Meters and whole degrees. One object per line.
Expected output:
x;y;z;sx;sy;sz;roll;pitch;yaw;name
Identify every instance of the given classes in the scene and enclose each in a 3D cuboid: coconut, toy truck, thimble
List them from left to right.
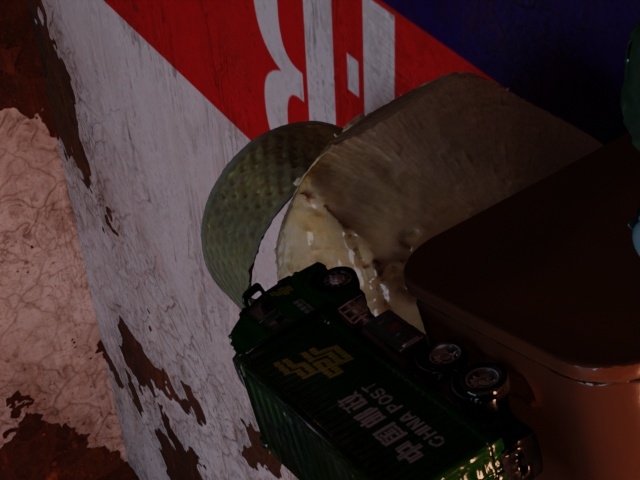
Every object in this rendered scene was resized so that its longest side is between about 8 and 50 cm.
0.000;0.000;1.451;0.150;0.271;0.271;39;145;50;thimble
0.031;0.107;0.805;0.259;0.121;0.088;34;146;52;toy truck
0.123;0.026;1.101;0.346;0.346;0.360;62;166;9;coconut

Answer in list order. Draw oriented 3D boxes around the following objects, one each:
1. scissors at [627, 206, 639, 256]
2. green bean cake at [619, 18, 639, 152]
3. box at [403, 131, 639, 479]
0.350;0.071;0.686;0.393;0.180;0.032;27;158;-4;scissors
0.334;-0.145;0.630;0.308;0.300;0.169;14;177;20;green bean cake
0.263;0.073;0.861;0.239;0.339;0.229;29;140;55;box
